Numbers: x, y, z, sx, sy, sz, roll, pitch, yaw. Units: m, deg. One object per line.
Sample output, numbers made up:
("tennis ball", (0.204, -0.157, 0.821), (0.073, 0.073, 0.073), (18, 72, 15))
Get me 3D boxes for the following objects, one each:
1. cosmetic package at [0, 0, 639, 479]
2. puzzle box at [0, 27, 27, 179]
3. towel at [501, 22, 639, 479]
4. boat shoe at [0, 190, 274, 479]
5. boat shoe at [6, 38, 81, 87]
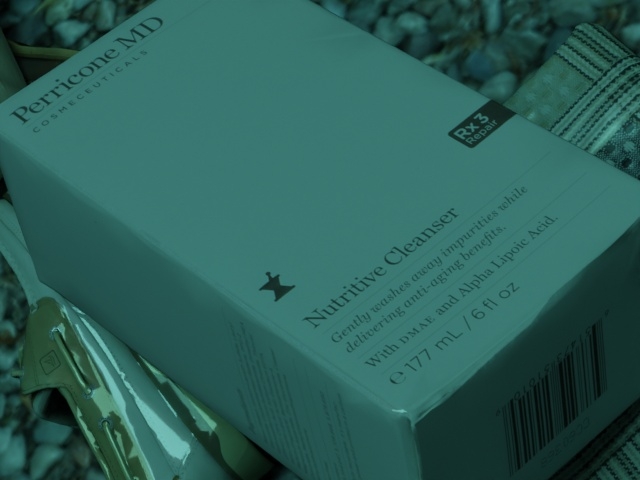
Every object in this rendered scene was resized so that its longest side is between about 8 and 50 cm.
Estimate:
("cosmetic package", (0.000, 0.000, 1.195), (0.217, 0.156, 0.385), (-39, 51, -25))
("puzzle box", (-0.379, -0.148, 1.571), (0.272, 0.052, 0.409), (-45, 54, 23))
("towel", (0.140, 0.051, 1.247), (0.324, 0.056, 0.312), (-42, 56, 7))
("boat shoe", (-0.161, 0.080, 1.360), (0.103, 0.113, 0.302), (-43, 56, -1))
("boat shoe", (-0.201, -0.110, 1.494), (0.207, 0.073, 0.073), (10, 85, 40))
